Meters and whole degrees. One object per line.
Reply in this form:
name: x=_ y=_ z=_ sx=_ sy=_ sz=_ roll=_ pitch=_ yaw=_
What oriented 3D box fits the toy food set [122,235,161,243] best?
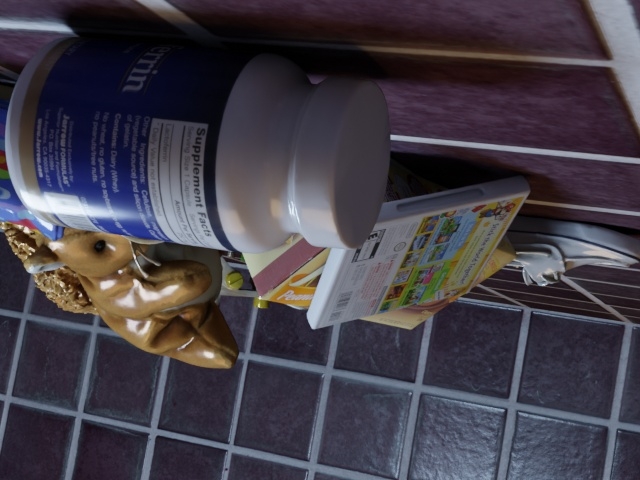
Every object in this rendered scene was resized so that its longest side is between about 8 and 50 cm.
toy food set: x=-0.227 y=-0.055 z=1.496 sx=0.192 sy=0.132 sz=0.038 roll=10 pitch=-161 yaw=-13

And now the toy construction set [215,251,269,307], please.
toy construction set: x=-0.155 y=0.094 z=2.394 sx=0.309 sy=0.237 sz=0.257 roll=4 pitch=173 yaw=45

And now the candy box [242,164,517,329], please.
candy box: x=0.076 y=0.010 z=1.335 sx=0.183 sy=0.087 sz=0.316 roll=-38 pitch=149 yaw=25

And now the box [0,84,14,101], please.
box: x=-0.248 y=-0.125 z=1.238 sx=0.201 sy=0.021 sz=0.164 roll=14 pitch=175 yaw=6

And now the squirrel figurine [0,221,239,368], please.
squirrel figurine: x=-0.339 y=0.012 z=1.712 sx=0.397 sy=0.281 sz=0.370 roll=5 pitch=167 yaw=26

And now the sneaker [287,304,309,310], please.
sneaker: x=-0.050 y=0.007 z=1.627 sx=0.229 sy=0.086 sz=0.132 roll=50 pitch=151 yaw=-13

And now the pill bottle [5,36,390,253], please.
pill bottle: x=-0.090 y=-0.071 z=0.859 sx=0.264 sy=0.153 sz=0.153 roll=8 pitch=175 yaw=19

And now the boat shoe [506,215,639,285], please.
boat shoe: x=0.288 y=0.017 z=1.485 sx=0.267 sy=0.088 sz=0.096 roll=9 pitch=175 yaw=14

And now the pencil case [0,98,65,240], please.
pencil case: x=-0.377 y=-0.103 z=1.124 sx=0.306 sy=0.133 sz=0.119 roll=18 pitch=-167 yaw=-9

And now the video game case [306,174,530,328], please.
video game case: x=0.101 y=0.016 z=1.233 sx=0.206 sy=0.026 sz=0.227 roll=-12 pitch=152 yaw=-19
